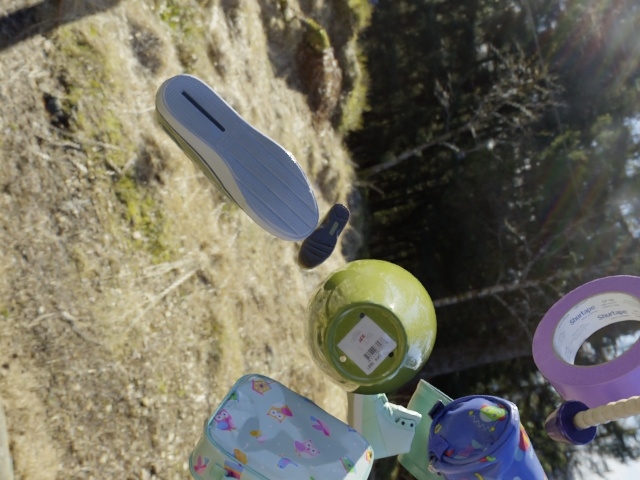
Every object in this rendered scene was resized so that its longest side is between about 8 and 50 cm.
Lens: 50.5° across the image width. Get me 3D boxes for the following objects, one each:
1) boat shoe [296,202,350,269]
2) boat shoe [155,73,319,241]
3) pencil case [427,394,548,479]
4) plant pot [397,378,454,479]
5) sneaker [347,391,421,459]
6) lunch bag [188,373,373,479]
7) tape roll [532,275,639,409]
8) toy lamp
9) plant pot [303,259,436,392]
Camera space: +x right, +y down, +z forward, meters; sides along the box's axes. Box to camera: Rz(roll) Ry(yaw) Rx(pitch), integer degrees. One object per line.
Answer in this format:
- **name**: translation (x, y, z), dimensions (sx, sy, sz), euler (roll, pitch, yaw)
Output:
- **boat shoe**: translation (0.000, 0.000, 1.501), dimensions (0.068, 0.072, 0.190), euler (45, 55, -8)
- **boat shoe**: translation (-0.123, -0.118, 1.007), dimensions (0.302, 0.109, 0.094), euler (48, -21, -9)
- **pencil case**: translation (0.241, 0.345, 0.890), dimensions (0.306, 0.133, 0.119), euler (62, 1, -20)
- **plant pot**: translation (0.311, 0.503, 1.643), dimensions (0.293, 0.196, 0.293), euler (35, -3, 2)
- **sneaker**: translation (0.138, 0.341, 1.461), dimensions (0.094, 0.151, 0.256), euler (-150, -121, -81)
- **lunch bag**: translation (-0.067, 0.354, 1.095), dimensions (0.108, 0.279, 0.224), euler (-62, 175, 30)
- **tape roll**: translation (0.559, 0.198, 1.322), dimensions (0.090, 0.275, 0.275), euler (48, 26, -22)
- **toy lamp**: translation (0.459, 0.281, 1.094), dimensions (0.275, 0.080, 0.080), euler (123, -37, -61)
- **plant pot**: translation (0.089, 0.171, 1.256), dimensions (0.293, 0.275, 0.275), euler (23, 54, -85)
